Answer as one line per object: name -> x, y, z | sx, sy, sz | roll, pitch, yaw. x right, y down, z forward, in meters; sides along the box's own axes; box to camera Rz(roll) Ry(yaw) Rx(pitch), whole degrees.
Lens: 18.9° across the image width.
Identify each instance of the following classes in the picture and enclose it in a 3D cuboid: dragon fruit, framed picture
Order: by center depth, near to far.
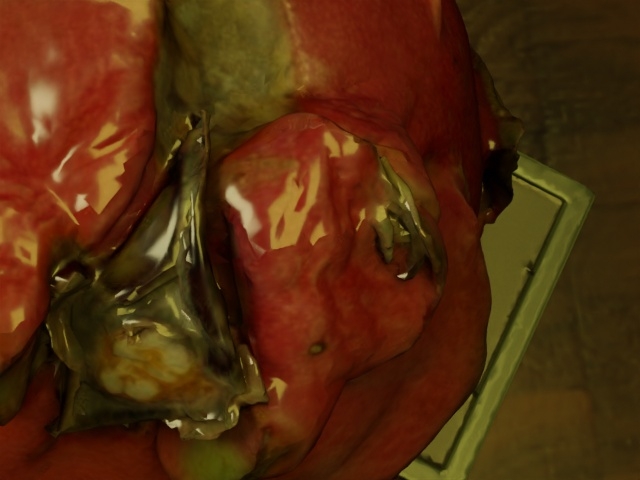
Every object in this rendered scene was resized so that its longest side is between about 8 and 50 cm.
dragon fruit -> -0.066, -0.038, 0.623 | 0.305, 0.226, 0.305 | 2, 77, -7
framed picture -> 0.000, 0.000, 0.747 | 0.183, 0.011, 0.142 | 27, 73, -3
